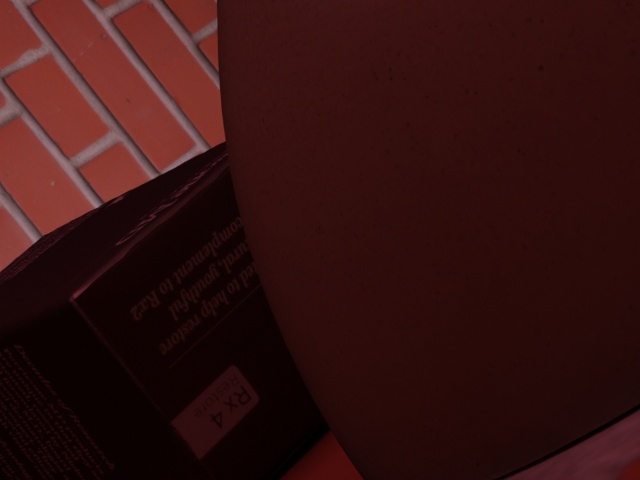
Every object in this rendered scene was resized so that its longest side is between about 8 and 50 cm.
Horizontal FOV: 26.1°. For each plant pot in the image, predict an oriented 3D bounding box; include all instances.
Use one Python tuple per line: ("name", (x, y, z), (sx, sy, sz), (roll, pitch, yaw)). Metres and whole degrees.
("plant pot", (0.073, -0.071, 0.503), (0.284, 0.191, 0.284), (-37, 3, 3))

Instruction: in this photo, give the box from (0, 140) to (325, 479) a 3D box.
("box", (-0.120, 0.062, 0.824), (0.191, 0.143, 0.381), (-43, 14, -34))
